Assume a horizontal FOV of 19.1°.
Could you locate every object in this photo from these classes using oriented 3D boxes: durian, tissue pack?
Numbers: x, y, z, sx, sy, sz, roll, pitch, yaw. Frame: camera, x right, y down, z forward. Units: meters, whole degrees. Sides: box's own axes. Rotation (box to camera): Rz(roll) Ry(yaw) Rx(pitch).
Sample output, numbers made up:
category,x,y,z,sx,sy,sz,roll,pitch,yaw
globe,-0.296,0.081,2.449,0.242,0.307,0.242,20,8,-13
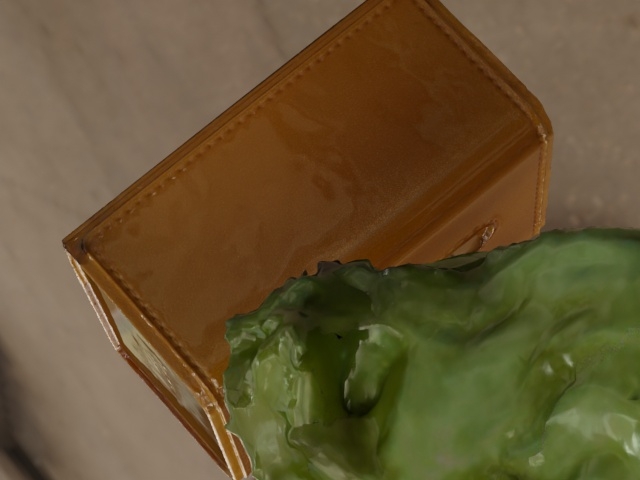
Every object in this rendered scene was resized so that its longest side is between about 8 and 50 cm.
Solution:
category,x,y,z,sx,sy,sz,roll,pitch,yaw
durian,0.149,0.104,0.856,0.339,0.205,0.255,22,152,-35
tissue pack,0.000,0.000,1.205,0.145,0.274,0.194,48,169,18
